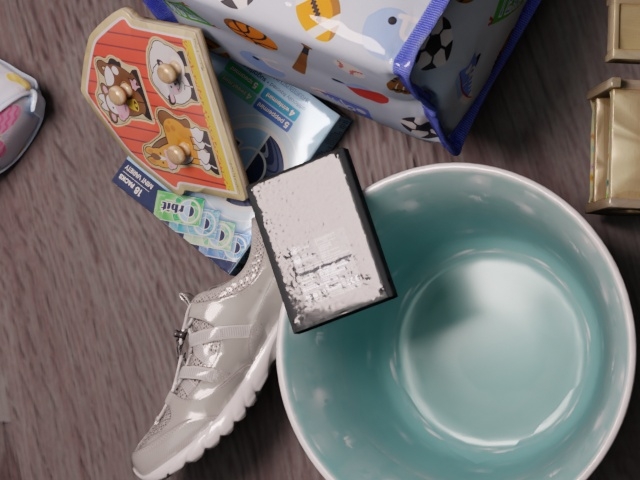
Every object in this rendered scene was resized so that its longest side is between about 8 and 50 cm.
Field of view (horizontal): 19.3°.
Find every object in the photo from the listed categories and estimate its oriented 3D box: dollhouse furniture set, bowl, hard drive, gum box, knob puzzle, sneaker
[{"bbox_3d":[0.319,-0.112,1.641,0.161,0.101,0.182,2,87,-5],"label":"dollhouse furniture set"},{"bbox_3d":[0.134,0.094,1.635,0.311,0.163,0.311,-1,87,20],"label":"bowl"},{"bbox_3d":[0.000,0.000,1.590,0.094,0.022,0.135,-21,80,17],"label":"hard drive"},{"bbox_3d":[-0.085,-0.085,1.786,0.157,0.041,0.184,37,98,18],"label":"gum box"},{"bbox_3d":[-0.160,-0.122,1.720,0.213,0.030,0.213,30,140,29],"label":"knob puzzle"},{"bbox_3d":[-0.094,0.097,1.739,0.115,0.105,0.281,37,87,0],"label":"sneaker"}]

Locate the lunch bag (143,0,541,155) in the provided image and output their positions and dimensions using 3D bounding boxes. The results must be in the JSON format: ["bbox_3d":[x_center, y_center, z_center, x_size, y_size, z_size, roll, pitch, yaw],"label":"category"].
[{"bbox_3d":[0.055,-0.317,1.644,0.328,0.239,0.385,23,81,21],"label":"lunch bag"}]

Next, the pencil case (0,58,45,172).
[{"bbox_3d":[-0.399,-0.176,1.864,0.273,0.113,0.124,40,72,17],"label":"pencil case"}]
